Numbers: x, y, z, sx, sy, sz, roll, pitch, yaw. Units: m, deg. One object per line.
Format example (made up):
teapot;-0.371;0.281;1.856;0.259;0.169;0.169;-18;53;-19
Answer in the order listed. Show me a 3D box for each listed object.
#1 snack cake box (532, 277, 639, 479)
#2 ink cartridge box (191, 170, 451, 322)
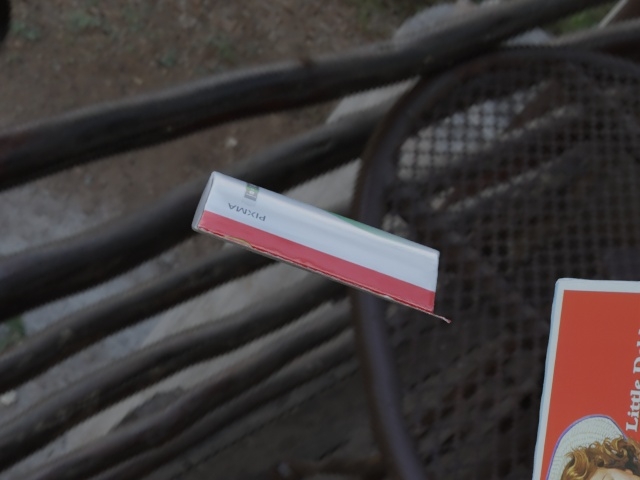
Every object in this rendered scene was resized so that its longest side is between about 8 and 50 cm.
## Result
snack cake box;0.194;0.157;0.788;0.089;0.152;0.264;11;84;-31
ink cartridge box;0.000;0.000;1.035;0.181;0.056;0.224;20;-3;-6
